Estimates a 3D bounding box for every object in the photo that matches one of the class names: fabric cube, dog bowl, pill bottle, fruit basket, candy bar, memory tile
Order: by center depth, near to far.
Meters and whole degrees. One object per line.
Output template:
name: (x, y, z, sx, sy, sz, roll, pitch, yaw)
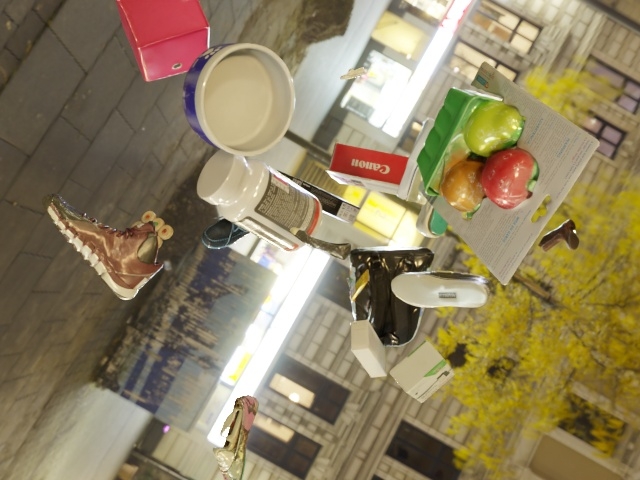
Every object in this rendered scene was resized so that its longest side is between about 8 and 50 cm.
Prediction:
fruit basket: (0.358, -0.144, 1.131, 0.353, 0.166, 0.326, 54, -46, 41)
dog bowl: (-0.197, -0.346, 1.370, 0.104, 0.265, 0.264, 25, -95, 47)
memory tile: (-0.446, -0.001, 1.384, 0.148, 0.113, 0.012, -47, 150, -11)
pill bottle: (-0.184, -0.125, 1.735, 0.210, 0.363, 0.210, -27, -133, 34)
candy bar: (0.122, 0.144, 1.750, 0.161, 0.018, 0.040, 116, -24, -56)
fabric cube: (-0.548, -0.753, 1.949, 0.254, 0.258, 0.258, -22, 176, -14)

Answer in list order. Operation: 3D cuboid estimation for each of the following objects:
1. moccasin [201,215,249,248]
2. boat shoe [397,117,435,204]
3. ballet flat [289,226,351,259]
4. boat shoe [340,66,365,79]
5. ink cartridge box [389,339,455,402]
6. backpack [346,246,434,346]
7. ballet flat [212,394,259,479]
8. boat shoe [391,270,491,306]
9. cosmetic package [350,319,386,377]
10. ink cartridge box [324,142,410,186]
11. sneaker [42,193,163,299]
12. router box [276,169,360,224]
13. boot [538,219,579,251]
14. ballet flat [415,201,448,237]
moccasin: (-0.343, -0.081, 2.316, 0.342, 0.137, 0.116, -32, 166, -40)
boat shoe: (0.291, -0.213, 1.545, 0.302, 0.094, 0.109, 99, 14, -58)
ballet flat: (0.000, 0.000, 1.497, 0.057, 0.173, 0.049, -43, 156, -81)
boat shoe: (0.116, -0.617, 2.055, 0.100, 0.035, 0.035, -17, -169, -11)
ink cartridge box: (0.319, 0.408, 1.720, 0.153, 0.087, 0.208, -42, 148, 1)
backpack: (0.238, 0.197, 1.947, 0.273, 0.291, 0.354, -74, 162, -84)
ballet flat: (-0.209, 0.475, 1.328, 0.077, 0.079, 0.221, 6, -101, 49)
boat shoe: (0.272, 0.106, 1.259, 0.070, 0.220, 0.077, -40, 129, -55)
cosmetic package: (0.155, 0.350, 1.785, 0.239, 0.061, 0.098, 59, 24, -51)
ink cartridge box: (0.201, -0.268, 2.104, 0.272, 0.310, 0.129, 14, 89, -74)
sneaker: (-0.457, -0.020, 1.227, 0.163, 0.281, 0.106, -40, -166, -12)
router box: (-0.025, -0.179, 2.304, 0.243, 0.309, 0.080, 29, -84, 55)
boot: (0.647, 0.008, 1.527, 0.114, 0.037, 0.106, -44, -160, 46)
ballet flat: (0.455, -0.194, 2.064, 0.399, 0.139, 0.139, -63, -179, -11)
